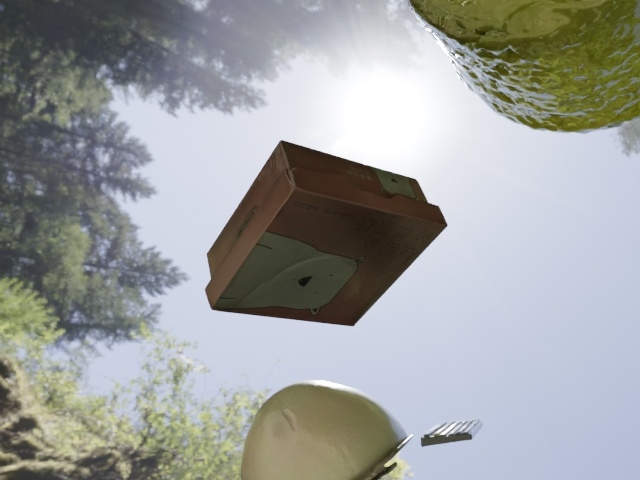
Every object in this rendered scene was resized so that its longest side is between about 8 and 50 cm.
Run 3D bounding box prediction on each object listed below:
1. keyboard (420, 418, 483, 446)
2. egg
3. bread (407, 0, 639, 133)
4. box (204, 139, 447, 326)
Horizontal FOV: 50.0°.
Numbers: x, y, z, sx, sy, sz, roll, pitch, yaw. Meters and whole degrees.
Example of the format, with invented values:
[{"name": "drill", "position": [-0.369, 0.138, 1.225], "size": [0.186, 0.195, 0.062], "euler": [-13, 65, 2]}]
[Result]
[{"name": "keyboard", "position": [0.155, 0.222, 0.797], "size": [0.055, 0.176, 0.014], "euler": [-9, -102, 15]}, {"name": "egg", "position": [-0.011, 0.299, 1.017], "size": [0.264, 0.286, 0.174], "euler": [-30, -105, -6]}, {"name": "bread", "position": [0.254, -0.310, 0.741], "size": [0.348, 0.308, 0.347], "euler": [-7, -102, 35]}, {"name": "box", "position": [0.000, 0.000, 0.813], "size": [0.215, 0.215, 0.086], "euler": [-52, -139, 35]}]
